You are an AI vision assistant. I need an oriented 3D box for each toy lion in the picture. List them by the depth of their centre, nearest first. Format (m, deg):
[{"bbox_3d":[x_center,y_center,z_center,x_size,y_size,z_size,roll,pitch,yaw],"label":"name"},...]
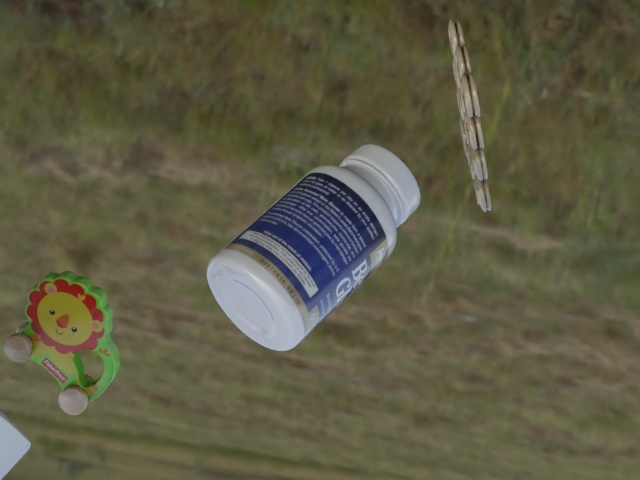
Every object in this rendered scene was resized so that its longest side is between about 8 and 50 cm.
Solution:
[{"bbox_3d":[-0.201,0.077,1.125,0.100,0.096,0.034,46,-156,-5],"label":"toy lion"}]

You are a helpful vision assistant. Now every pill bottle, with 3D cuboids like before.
[{"bbox_3d":[0.000,0.000,1.091,0.094,0.169,0.094,35,150,23],"label":"pill bottle"}]

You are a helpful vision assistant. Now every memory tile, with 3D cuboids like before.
[{"bbox_3d":[0.127,-0.106,1.188,0.012,0.113,0.148,-10,136,4],"label":"memory tile"}]

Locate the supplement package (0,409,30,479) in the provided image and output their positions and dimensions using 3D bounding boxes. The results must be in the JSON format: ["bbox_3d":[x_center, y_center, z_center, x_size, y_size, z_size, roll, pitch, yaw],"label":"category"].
[{"bbox_3d":[-0.346,0.102,0.962,0.203,0.149,0.194,29,162,50],"label":"supplement package"}]
